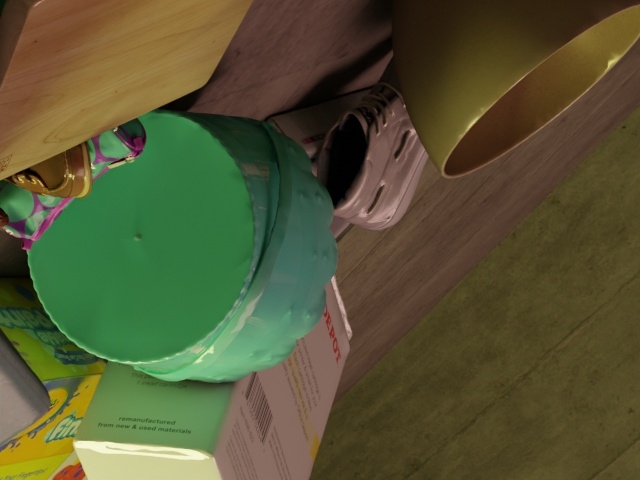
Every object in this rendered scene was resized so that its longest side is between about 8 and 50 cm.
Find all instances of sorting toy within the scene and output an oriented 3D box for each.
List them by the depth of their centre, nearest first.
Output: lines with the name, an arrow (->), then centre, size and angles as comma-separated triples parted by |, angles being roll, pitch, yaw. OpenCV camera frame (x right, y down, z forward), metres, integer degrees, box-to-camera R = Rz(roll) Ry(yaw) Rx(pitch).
sorting toy -> -0.169, -0.178, 1.398 | 0.257, 0.089, 0.255 | -28, 165, -35

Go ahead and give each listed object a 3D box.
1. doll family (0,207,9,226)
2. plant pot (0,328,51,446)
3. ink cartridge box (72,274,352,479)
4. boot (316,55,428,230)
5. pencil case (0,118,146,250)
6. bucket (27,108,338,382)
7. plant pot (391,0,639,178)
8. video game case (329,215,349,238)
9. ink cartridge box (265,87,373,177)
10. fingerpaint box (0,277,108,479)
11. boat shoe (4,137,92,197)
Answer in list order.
doll family -> -0.327, -0.035, 1.518 | 0.111, 0.076, 0.193 | -34, 165, 7
plant pot -> -0.380, 0.044, 1.277 | 0.247, 0.248, 0.252 | -34, 144, -12
ink cartridge box -> -0.106, 0.166, 2.026 | 0.279, 0.160, 0.385 | 74, 25, -42
boot -> 0.077, -0.139, 2.092 | 0.123, 0.095, 0.258 | 13, 95, -57
pencil case -> -0.232, -0.064, 1.682 | 0.151, 0.070, 0.064 | -39, 163, 14
bucket -> -0.134, 0.003, 1.771 | 0.281, 0.281, 0.183 | -41, 163, 14
plant pot -> 0.185, -0.228, 1.974 | 0.284, 0.191, 0.284 | -36, 168, -9
video game case -> 0.000, 0.000, 2.446 | 0.329, 0.036, 0.300 | -44, 178, -24
ink cartridge box -> -0.038, -0.057, 2.275 | 0.330, 0.071, 0.324 | -19, 158, -52
fingerpaint box -> -0.379, 0.221, 2.026 | 0.371, 0.163, 0.445 | -48, 166, 12
boat shoe -> -0.238, -0.065, 1.563 | 0.060, 0.064, 0.178 | -9, -173, -24
